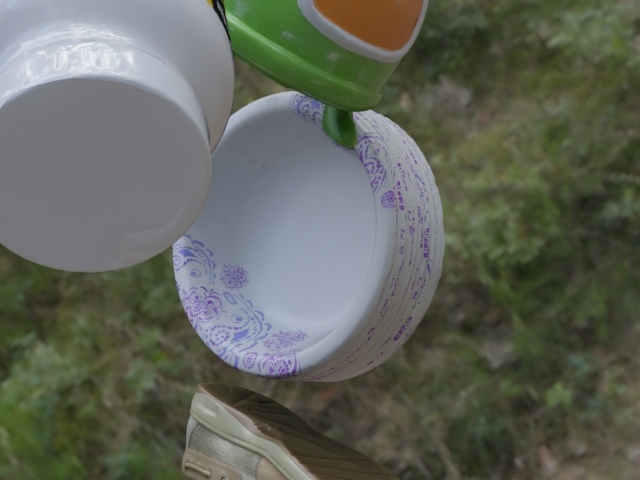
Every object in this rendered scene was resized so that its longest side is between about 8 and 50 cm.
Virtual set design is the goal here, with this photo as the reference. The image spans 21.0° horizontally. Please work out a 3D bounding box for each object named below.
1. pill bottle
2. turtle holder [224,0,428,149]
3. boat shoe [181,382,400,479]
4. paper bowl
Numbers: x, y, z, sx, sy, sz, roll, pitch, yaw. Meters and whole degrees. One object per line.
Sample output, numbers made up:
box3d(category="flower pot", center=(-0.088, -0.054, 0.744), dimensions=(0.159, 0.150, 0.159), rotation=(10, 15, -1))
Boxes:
box3d(category="pill bottle", center=(-0.153, -0.136, 1.112), dimensions=(0.188, 0.188, 0.334), rotation=(-31, 37, 15))
box3d(category="turtle holder", center=(-0.028, -0.254, 1.577), dimensions=(0.227, 0.243, 0.320), rotation=(-59, 21, 13))
box3d(category="boat shoe", center=(-0.025, 0.239, 1.627), dimensions=(0.341, 0.122, 0.110), rotation=(28, 101, 57))
box3d(category="paper bowl", center=(0.000, 0.000, 1.731), dimensions=(0.284, 0.284, 0.148), rotation=(-22, -19, 36))
